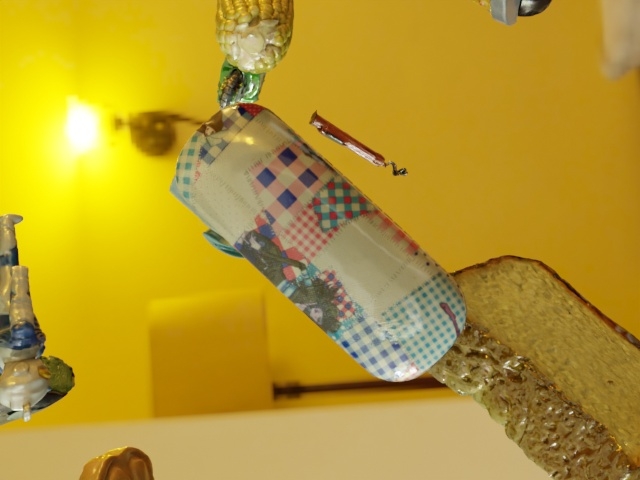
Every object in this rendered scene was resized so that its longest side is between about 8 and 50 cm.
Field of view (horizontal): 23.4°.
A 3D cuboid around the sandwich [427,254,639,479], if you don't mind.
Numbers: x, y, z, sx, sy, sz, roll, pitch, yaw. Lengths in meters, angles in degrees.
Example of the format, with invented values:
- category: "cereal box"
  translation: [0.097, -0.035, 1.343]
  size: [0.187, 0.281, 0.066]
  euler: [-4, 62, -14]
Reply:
- category: "sandwich"
  translation: [0.252, 0.142, 1.638]
  size: [0.271, 0.301, 0.099]
  euler: [-7, -47, -57]

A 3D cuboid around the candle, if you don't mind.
- category: "candle"
  translation: [0.055, -0.131, 2.211]
  size: [0.021, 0.167, 0.026]
  euler: [-40, 28, 40]

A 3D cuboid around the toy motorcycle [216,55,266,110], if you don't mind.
- category: "toy motorcycle"
  translation: [-0.082, -0.237, 1.884]
  size: [0.106, 0.074, 0.190]
  euler: [58, -128, -83]

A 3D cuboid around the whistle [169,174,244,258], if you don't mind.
- category: "whistle"
  translation: [-0.066, -0.015, 1.961]
  size: [0.093, 0.274, 0.186]
  euler: [-61, 2, -40]

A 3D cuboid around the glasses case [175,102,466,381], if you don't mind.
- category: "glasses case"
  translation: [0.000, 0.000, 1.504]
  size: [0.327, 0.125, 0.076]
  euler: [42, -177, 6]

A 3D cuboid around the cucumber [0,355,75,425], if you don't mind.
- category: "cucumber"
  translation: [-0.409, 0.197, 1.917]
  size: [0.115, 0.193, 0.085]
  euler: [64, -177, -52]

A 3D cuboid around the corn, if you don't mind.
- category: "corn"
  translation: [-0.066, -0.233, 1.567]
  size: [0.248, 0.081, 0.081]
  euler: [-93, -1, -67]

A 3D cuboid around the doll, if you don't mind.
- category: "doll"
  translation: [-0.313, 0.092, 1.598]
  size: [0.114, 0.057, 0.227]
  euler: [119, 148, -49]

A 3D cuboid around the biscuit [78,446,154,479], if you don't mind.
- category: "biscuit"
  translation: [-0.254, 0.440, 2.057]
  size: [0.351, 0.057, 0.312]
  euler: [-63, -41, -56]

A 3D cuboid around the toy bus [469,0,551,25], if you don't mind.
- category: "toy bus"
  translation: [0.135, -0.265, 1.118]
  size: [0.209, 0.136, 0.126]
  euler: [-54, -21, -31]
